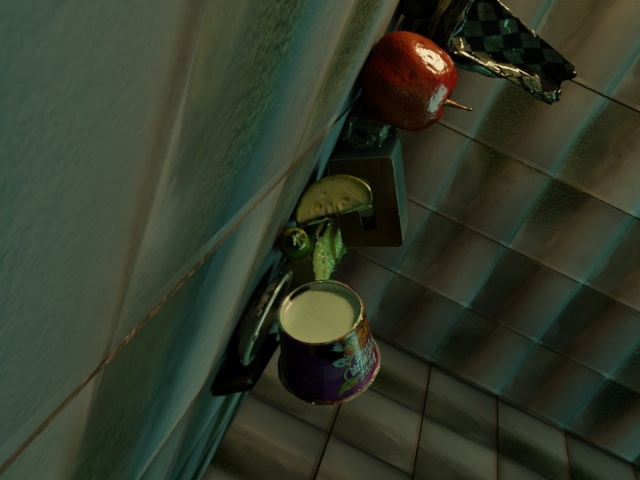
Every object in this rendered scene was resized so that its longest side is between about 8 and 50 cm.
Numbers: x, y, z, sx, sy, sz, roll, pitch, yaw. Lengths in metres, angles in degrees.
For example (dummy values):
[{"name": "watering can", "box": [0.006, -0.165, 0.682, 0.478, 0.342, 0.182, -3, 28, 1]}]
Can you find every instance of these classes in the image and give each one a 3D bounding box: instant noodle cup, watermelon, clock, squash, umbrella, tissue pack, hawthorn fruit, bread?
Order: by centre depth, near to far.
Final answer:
[{"name": "hawthorn fruit", "box": [0.206, -0.312, 1.220, 0.207, 0.243, 0.207, 25, 90, -89]}, {"name": "squash", "box": [-0.051, 0.009, 1.239, 0.069, 0.069, 0.258, -63, 176, 0]}, {"name": "watermelon", "box": [0.224, -0.528, 1.270, 0.092, 0.075, 0.181, -63, 177, -12]}, {"name": "clock", "box": [-0.132, 0.164, 1.309, 0.236, 0.053, 0.236, 24, 90, -86]}, {"name": "squash", "box": [0.028, -0.094, 1.311, 0.252, 0.170, 0.093, -26, 99, -84]}, {"name": "instant noodle cup", "box": [0.009, 0.221, 1.351, 0.251, 0.251, 0.190, -61, 152, -42]}, {"name": "umbrella", "box": [0.163, -0.349, 1.435, 0.106, 0.113, 0.357, 79, 31, -47]}, {"name": "tissue pack", "box": [0.128, -0.120, 1.464, 0.136, 0.160, 0.246, -62, 145, -54]}, {"name": "bread", "box": [0.000, 0.000, 1.508, 0.266, 0.142, 0.178, -58, 135, -40]}]

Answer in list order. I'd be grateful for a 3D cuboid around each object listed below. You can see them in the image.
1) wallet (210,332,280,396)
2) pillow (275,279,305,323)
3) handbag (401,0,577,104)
[{"name": "wallet", "box": [-0.172, 0.289, 1.378, 0.031, 0.110, 0.198, 68, 25, -18]}, {"name": "pillow", "box": [-0.056, 0.136, 1.632, 0.214, 0.086, 0.233, -42, -170, 19]}, {"name": "handbag", "box": [0.385, -0.458, 1.378, 0.180, 0.317, 0.416, -61, -165, 18]}]
